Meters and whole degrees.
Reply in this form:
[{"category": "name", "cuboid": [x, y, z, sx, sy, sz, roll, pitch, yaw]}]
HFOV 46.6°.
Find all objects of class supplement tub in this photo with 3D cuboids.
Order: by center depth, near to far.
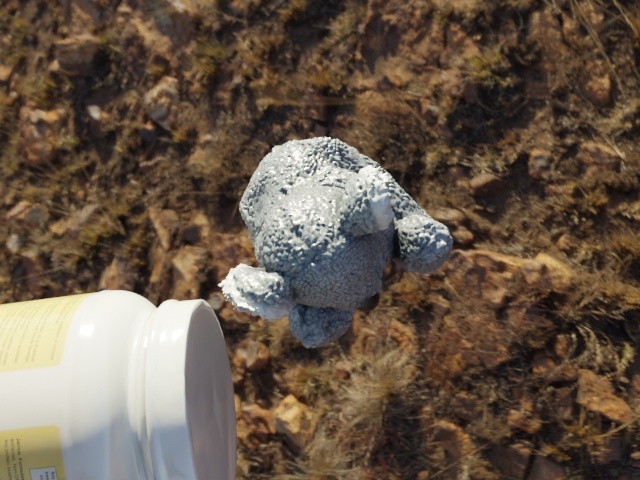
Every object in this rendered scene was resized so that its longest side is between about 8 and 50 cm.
[{"category": "supplement tub", "cuboid": [-0.261, 0.175, 0.692, 0.332, 0.241, 0.240, -7, 70, 3]}]

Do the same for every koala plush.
[{"category": "koala plush", "cuboid": [0.000, 0.000, 0.693, 0.196, 0.221, 0.203, -37, 93, 11]}]
